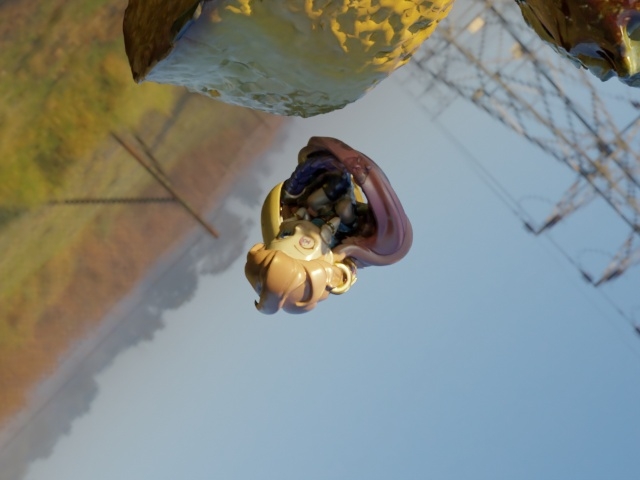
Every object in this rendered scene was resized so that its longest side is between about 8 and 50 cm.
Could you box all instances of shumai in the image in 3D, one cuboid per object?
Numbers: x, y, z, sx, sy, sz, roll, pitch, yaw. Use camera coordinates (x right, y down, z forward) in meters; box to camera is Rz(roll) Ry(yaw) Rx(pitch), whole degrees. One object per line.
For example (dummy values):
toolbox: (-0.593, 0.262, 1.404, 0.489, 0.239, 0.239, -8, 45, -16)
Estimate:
shumai: (0.218, -0.166, 0.858, 0.142, 0.184, 0.184, -12, -168, 5)

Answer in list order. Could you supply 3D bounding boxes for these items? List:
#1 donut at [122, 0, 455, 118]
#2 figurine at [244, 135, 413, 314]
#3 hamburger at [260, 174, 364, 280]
donut: (0.005, -0.255, 0.797, 0.378, 0.163, 0.435, -65, -158, 4)
figurine: (0.004, 0.002, 0.967, 0.157, 0.126, 0.114, -64, 153, -15)
hamburger: (-0.013, -0.017, 1.627, 0.137, 0.175, 0.175, -10, -162, 15)
